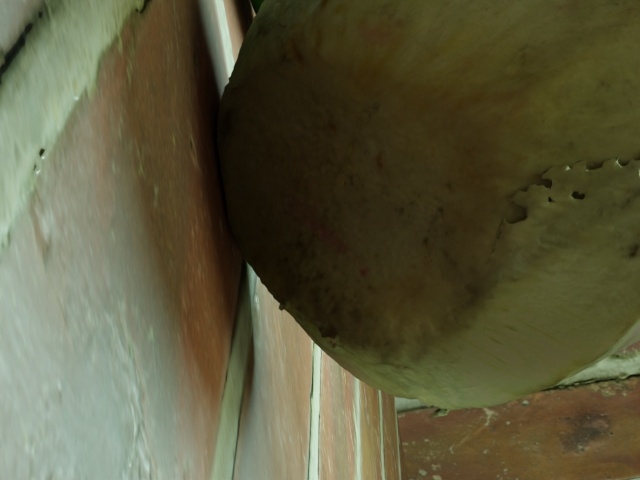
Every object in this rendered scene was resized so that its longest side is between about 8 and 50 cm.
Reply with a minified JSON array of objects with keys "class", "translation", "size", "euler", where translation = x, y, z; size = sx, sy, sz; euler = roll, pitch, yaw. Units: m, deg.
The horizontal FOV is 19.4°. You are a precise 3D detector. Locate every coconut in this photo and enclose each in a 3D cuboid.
[{"class":"coconut","translation":[0.121,-0.066,1.183],"size":[0.352,0.352,0.353],"euler":[-9,90,-86]}]

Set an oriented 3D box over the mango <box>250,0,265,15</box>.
[{"class":"mango","translation":[0.019,-0.262,1.434],"size":[0.225,0.201,0.382],"euler":[-115,-159,-46]}]
